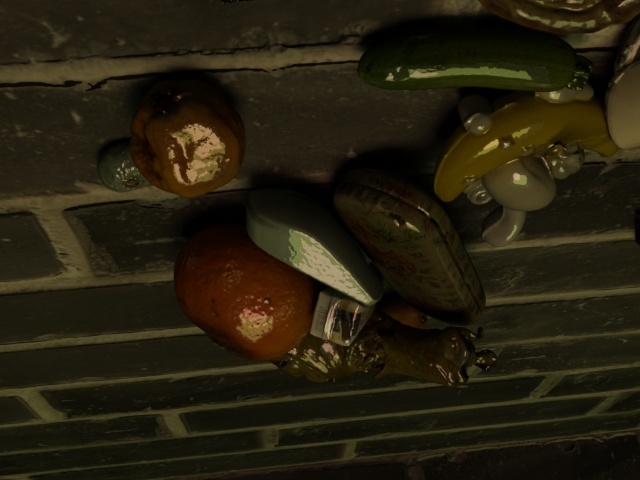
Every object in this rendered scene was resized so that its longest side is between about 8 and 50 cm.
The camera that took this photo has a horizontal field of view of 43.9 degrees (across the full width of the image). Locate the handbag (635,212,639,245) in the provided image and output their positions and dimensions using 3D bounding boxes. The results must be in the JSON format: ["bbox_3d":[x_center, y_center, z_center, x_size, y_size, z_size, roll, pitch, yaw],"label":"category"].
[{"bbox_3d":[0.566,0.022,1.273,0.072,0.139,0.115,-19,150,9],"label":"handbag"}]

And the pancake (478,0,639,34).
[{"bbox_3d":[0.248,-0.285,0.732,0.250,0.031,0.250,-2,150,-1],"label":"pancake"}]

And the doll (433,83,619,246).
[{"bbox_3d":[0.252,-0.106,0.994,0.237,0.111,0.252,-38,140,20],"label":"doll"}]

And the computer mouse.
[{"bbox_3d":[0.000,0.000,1.073,0.231,0.128,0.079,30,111,-17],"label":"computer mouse"}]

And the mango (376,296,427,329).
[{"bbox_3d":[0.136,0.158,1.487,0.111,0.089,0.163,12,159,-8],"label":"mango"}]

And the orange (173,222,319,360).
[{"bbox_3d":[-0.111,0.076,1.149,0.224,0.170,0.224,24,160,9],"label":"orange"}]

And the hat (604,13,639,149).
[{"bbox_3d":[0.454,-0.170,0.874,0.275,0.161,0.232,-21,145,31],"label":"hat"}]

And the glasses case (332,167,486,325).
[{"bbox_3d":[0.142,0.021,1.177,0.156,0.098,0.425,24,167,30],"label":"glasses case"}]

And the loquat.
[{"bbox_3d":[-0.148,-0.114,0.883,0.137,0.113,0.137,6,136,6],"label":"loquat"}]

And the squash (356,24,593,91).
[{"bbox_3d":[0.168,-0.193,0.844,0.258,0.069,0.069,-1,152,-4],"label":"squash"}]

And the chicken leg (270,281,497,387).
[{"bbox_3d":[0.064,0.151,1.272,0.429,0.201,0.153,9,-156,24],"label":"chicken leg"}]

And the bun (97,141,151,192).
[{"bbox_3d":[-0.234,-0.087,0.978,0.083,0.045,0.083,-9,156,-4],"label":"bun"}]

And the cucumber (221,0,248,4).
[{"bbox_3d":[-0.016,-0.250,0.737,0.163,0.043,0.039,-11,110,1],"label":"cucumber"}]

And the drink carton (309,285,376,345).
[{"bbox_3d":[0.031,0.098,1.114,0.074,0.084,0.200,20,-163,12],"label":"drink carton"}]
